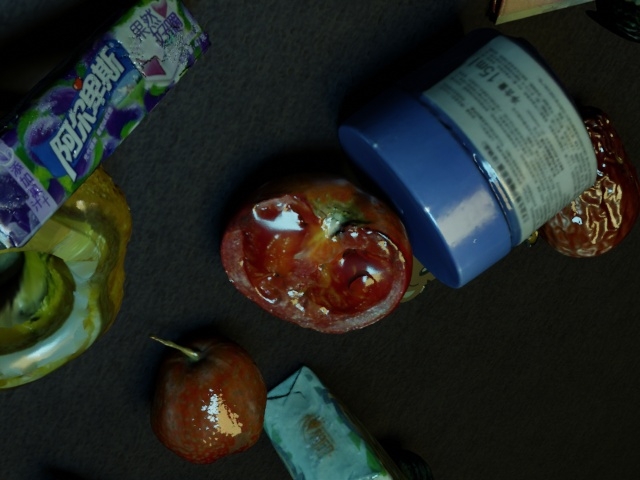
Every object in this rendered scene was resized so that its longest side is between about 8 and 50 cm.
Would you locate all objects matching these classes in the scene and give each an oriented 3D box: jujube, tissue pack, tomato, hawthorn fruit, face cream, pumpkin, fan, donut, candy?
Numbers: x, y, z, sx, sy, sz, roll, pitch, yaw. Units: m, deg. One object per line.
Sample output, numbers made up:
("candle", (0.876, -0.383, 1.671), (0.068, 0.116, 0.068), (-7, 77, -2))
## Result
("jujube", (0.387, -0.089, 1.648), (0.168, 0.168, 0.236), (-26, 125, -18))
("tissue pack", (0.042, 0.355, 1.723), (0.128, 0.228, 0.311), (-37, 144, -3))
("tomato", (0.000, 0.000, 1.386), (0.233, 0.140, 0.200), (26, 130, -7))
("hawthorn fruit", (-0.150, 0.188, 1.468), (0.162, 0.162, 0.204), (-21, 125, -24))
("face cream", (0.180, -0.102, 1.356), (0.225, 0.249, 0.249), (-34, 143, -7))
("pumpkin", (0.110, 0.457, 1.964), (0.202, 0.140, 0.202), (-23, 142, -19))
("fan", (0.179, -0.002, 1.660), (0.226, 0.008, 0.152), (-40, 142, -1))
("donut", (-0.325, 0.025, 1.118), (0.330, 0.160, 0.330), (-29, 143, -25))
("candy", (-0.216, -0.120, 1.020), (0.312, 0.061, 0.088), (-53, 121, -32))

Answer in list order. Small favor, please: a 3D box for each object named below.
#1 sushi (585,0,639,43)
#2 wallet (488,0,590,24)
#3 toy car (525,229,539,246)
("sushi", (0.453, -0.375, 1.241), (0.328, 0.328, 0.285), (-56, 148, 6))
("wallet", (0.318, -0.348, 1.411), (0.232, 0.025, 0.119), (-18, 139, -27))
("toy car", (0.257, -0.053, 1.603), (0.139, 0.112, 0.112), (2, 99, -45))
